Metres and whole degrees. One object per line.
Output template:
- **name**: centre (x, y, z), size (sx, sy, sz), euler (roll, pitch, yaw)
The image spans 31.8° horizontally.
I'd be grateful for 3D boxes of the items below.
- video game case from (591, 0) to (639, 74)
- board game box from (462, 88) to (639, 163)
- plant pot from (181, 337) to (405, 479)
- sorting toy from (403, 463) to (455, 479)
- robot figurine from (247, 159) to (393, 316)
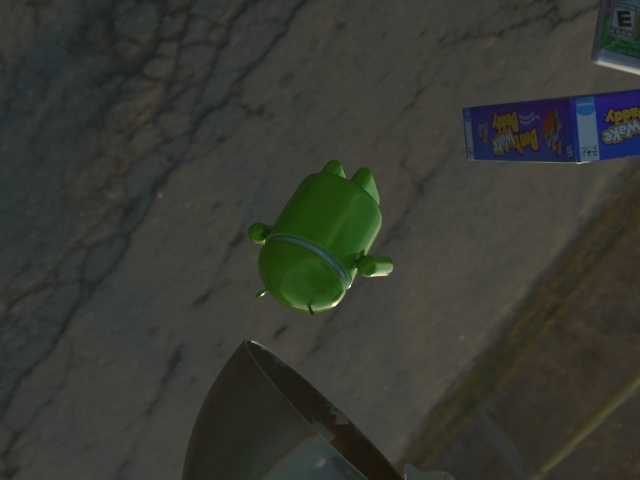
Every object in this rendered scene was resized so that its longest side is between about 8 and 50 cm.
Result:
- **video game case**: centre (0.328, -0.206, 0.880), size (0.023, 0.212, 0.193), euler (124, -21, -77)
- **board game box**: centre (0.361, -0.155, 1.488), size (0.233, 0.078, 0.347), euler (-8, -174, -13)
- **plant pot**: centre (-0.046, 0.276, 1.259), size (0.191, 0.284, 0.284), euler (-47, 159, 0)
- **sorting toy**: centre (0.103, 0.243, 1.043), size (0.044, 0.075, 0.083), euler (-32, 122, -11)
- **robot figurine**: centre (0.000, 0.000, 0.780), size (0.115, 0.101, 0.067), euler (-61, 154, -27)
